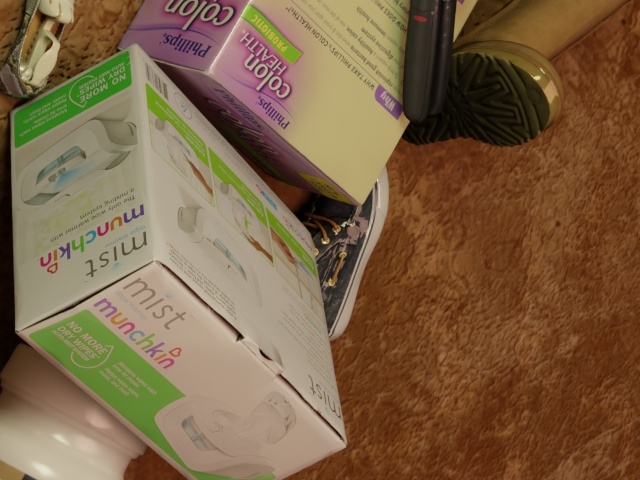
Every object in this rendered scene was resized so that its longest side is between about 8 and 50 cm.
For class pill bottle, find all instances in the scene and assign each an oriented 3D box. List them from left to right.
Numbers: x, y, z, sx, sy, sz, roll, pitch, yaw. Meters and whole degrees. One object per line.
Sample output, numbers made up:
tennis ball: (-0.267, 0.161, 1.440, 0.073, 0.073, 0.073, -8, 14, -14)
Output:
pill bottle: (-0.236, 0.221, 1.454, 0.153, 0.153, 0.265, 37, 77, -44)

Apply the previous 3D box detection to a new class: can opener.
can opener: (0.092, -0.182, 1.531, 0.059, 0.073, 0.186, -12, 121, -50)

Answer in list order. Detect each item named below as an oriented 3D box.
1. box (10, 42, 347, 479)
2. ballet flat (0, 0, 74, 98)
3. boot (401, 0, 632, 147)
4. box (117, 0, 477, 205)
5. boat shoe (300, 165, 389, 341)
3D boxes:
box: (-0.104, 0.028, 1.444, 0.127, 0.231, 0.262, -26, 135, 17)
ballet flat: (-0.203, -0.158, 1.436, 0.041, 0.041, 0.114, 21, 89, -45)
boot: (0.205, -0.189, 1.690, 0.269, 0.236, 0.089, -37, 111, -25)
box: (-0.006, -0.190, 1.558, 0.213, 0.117, 0.243, 39, 76, -44)
boat shoe: (0.000, 0.000, 1.663, 0.083, 0.065, 0.183, 6, 101, -46)
